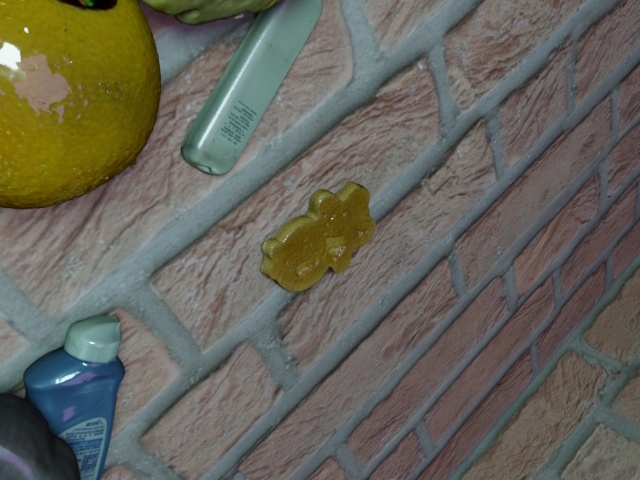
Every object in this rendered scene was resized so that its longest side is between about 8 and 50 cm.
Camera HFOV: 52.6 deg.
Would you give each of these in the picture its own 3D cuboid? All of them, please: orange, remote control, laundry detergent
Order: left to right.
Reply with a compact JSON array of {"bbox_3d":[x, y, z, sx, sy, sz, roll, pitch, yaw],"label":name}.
[{"bbox_3d":[-0.287,-0.165,0.610,0.274,0.274,0.274,-23,128,-34],"label":"orange"},{"bbox_3d":[-0.356,0.238,0.912,0.143,0.094,0.290,13,101,-38],"label":"laundry detergent"},{"bbox_3d":[-0.094,-0.234,0.928,0.090,0.038,0.310,30,90,-48],"label":"remote control"}]

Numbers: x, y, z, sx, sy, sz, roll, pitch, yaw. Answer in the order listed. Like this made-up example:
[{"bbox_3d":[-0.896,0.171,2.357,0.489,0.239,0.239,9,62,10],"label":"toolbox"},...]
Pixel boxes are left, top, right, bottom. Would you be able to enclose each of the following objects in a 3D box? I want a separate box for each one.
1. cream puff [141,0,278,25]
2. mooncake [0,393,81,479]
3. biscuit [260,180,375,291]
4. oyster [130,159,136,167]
[{"bbox_3d":[-0.093,-0.397,0.666,0.324,0.257,0.291,-26,175,-18],"label":"cream puff"},{"bbox_3d":[-0.441,0.307,0.757,0.306,0.154,0.306,-6,108,-18],"label":"mooncake"},{"bbox_3d":[-0.002,-0.001,1.159,0.249,0.035,0.184,-38,134,-22],"label":"biscuit"},{"bbox_3d":[-0.250,-0.147,0.843,0.081,0.038,0.083,84,19,-66],"label":"oyster"}]
